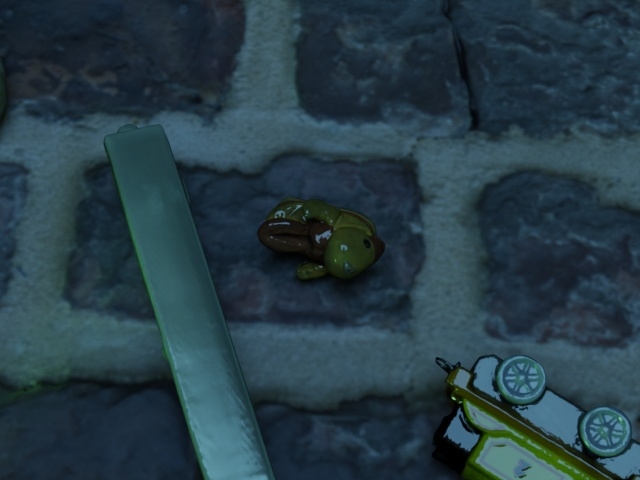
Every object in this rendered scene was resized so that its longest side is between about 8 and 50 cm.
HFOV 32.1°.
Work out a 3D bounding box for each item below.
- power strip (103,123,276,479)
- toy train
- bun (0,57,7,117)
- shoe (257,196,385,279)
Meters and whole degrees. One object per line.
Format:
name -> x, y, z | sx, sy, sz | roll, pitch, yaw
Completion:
power strip -> -0.116, 0.058, 0.960 | 0.062, 0.091, 0.385 | -16, 66, -9
toy train -> 0.175, 0.175, 0.910 | 0.219, 0.089, 0.127 | 32, 80, 12
bun -> -0.393, -0.157, 1.050 | 0.183, 0.102, 0.183 | 1, 63, -1
shoe -> -0.003, 0.002, 0.998 | 0.109, 0.072, 0.069 | 36, 32, 10
